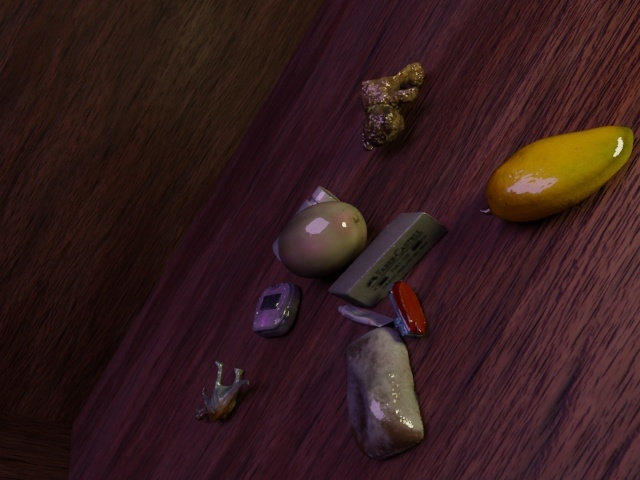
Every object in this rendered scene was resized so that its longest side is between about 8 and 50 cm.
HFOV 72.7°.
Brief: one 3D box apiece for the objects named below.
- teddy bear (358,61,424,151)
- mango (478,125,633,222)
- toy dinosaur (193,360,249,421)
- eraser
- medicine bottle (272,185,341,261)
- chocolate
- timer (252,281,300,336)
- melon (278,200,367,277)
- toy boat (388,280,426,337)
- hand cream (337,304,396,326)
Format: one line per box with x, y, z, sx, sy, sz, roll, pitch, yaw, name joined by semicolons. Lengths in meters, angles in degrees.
0.250;-0.457;1.483;0.296;0.222;0.246;-27;4;-36;teddy bear
0.483;-0.139;0.914;0.317;0.119;0.176;-26;42;30;mango
-0.329;0.528;1.528;0.393;0.092;0.205;-22;48;43;toy dinosaur
0.177;0.059;1.178;0.352;0.111;0.077;-49;35;17;eraser
-0.051;-0.051;1.592;0.296;0.111;0.161;-51;33;13;medicine bottle
0.127;0.347;1.037;0.185;0.100;0.303;-43;32;31;chocolate
-0.161;0.245;1.545;0.208;0.069;0.191;-22;45;47;timer
0.000;0.000;1.369;0.317;0.223;0.223;-28;44;41;melon
0.209;0.170;1.084;0.059;0.069;0.173;-54;36;35;toy boat
0.119;0.207;1.207;0.052;0.038;0.216;-47;25;-21;hand cream
